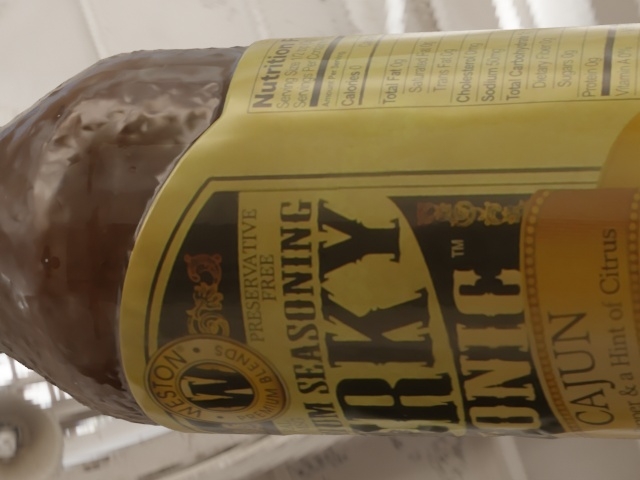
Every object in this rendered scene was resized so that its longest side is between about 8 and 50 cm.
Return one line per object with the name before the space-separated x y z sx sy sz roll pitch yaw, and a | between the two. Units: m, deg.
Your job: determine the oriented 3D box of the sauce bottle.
sauce bottle | 0.000 0.000 0.482 0.344 0.111 0.111 -2 -78 15
